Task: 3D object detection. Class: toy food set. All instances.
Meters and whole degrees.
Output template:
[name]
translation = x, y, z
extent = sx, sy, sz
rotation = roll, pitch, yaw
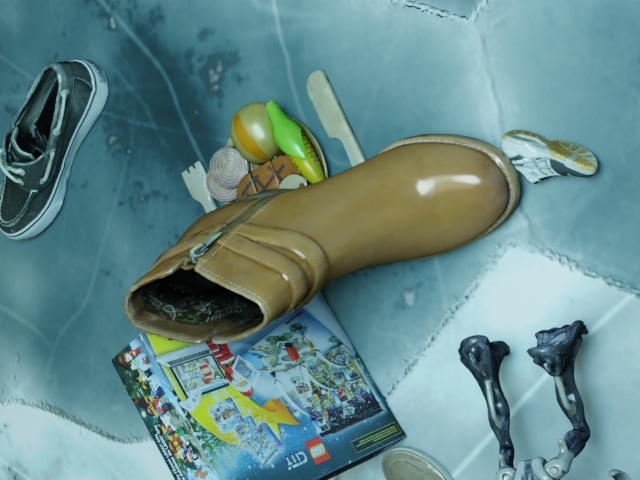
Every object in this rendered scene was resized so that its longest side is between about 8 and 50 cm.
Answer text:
[toy food set]
translation = -0.051, -0.058, 1.121
extent = 0.192, 0.038, 0.132
rotation = -34, 77, 33

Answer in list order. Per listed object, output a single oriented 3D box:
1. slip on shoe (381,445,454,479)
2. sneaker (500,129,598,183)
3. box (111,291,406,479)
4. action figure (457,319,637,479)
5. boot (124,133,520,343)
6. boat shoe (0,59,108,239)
[slip on shoe]
translation = 0.097, 0.234, 1.055
extent = 0.135, 0.041, 0.051
rotation = 51, 120, 18
[sneaker]
translation = 0.180, -0.060, 0.972
extent = 0.083, 0.032, 0.037
rotation = 23, 122, 35
[box]
translation = -0.044, 0.133, 1.022
extent = 0.044, 0.233, 0.159
rotation = -39, 74, 34
[action figure]
translation = 0.185, 0.205, 0.936
extent = 0.164, 0.141, 0.275
rotation = -18, 70, 33
[boot]
translation = 0.000, 0.000, 0.967
extent = 0.283, 0.220, 0.109
rotation = -4, 107, 25
[boat shoe]
translation = -0.296, -0.092, 1.265
extent = 0.078, 0.070, 0.219
rotation = 41, 117, 24
